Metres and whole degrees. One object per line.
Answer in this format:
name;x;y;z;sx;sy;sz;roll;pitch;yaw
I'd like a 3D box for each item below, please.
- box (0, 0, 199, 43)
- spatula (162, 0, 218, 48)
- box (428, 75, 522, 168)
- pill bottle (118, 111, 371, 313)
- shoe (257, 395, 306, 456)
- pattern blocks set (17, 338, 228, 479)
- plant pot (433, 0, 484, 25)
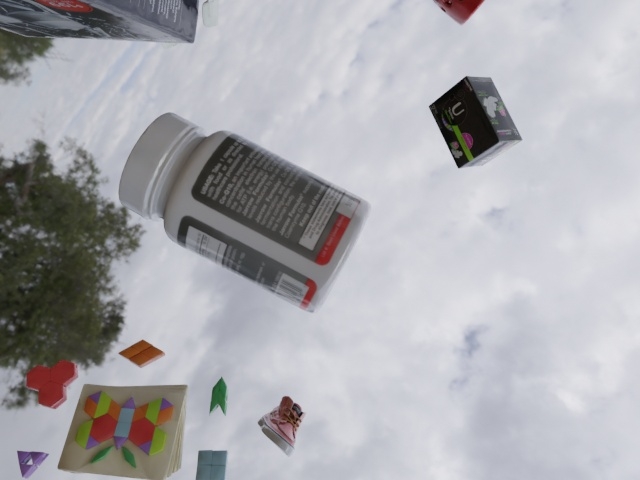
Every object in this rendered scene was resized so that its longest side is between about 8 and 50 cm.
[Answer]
box;-0.382;-0.387;0.780;0.343;0.312;0.179;10;-82;21
spatula;-0.299;-0.553;1.352;0.168;0.019;0.242;-31;162;-23
box;0.173;-0.132;0.669;0.062;0.052;0.083;-36;-108;46
pill bottle;-0.094;-0.040;0.757;0.161;0.283;0.161;-62;179;-2
shoe;-0.065;0.342;1.121;0.081;0.063;0.178;-45;-172;-13
pattern blocks set;-0.303;0.291;0.927;0.026;0.324;0.286;90;-10;-58
plant pot;0.278;-0.554;1.173;0.191;0.174;0.191;-52;-173;9
